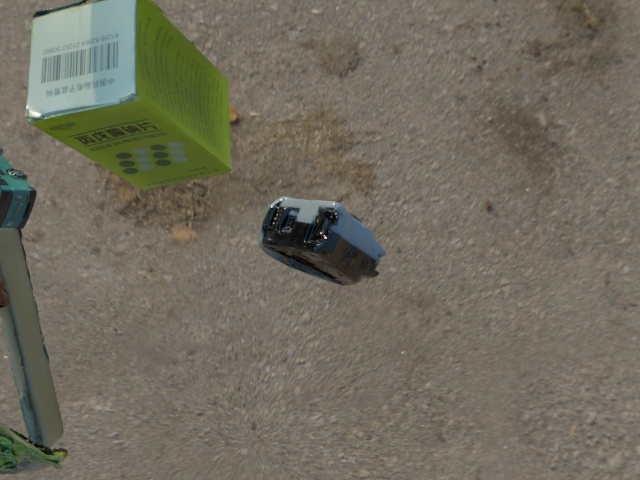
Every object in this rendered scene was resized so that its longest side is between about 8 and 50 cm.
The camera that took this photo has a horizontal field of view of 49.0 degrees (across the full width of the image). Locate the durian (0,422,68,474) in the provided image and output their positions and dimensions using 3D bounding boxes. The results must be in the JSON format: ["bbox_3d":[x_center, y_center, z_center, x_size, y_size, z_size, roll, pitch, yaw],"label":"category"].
[{"bbox_3d":[-0.512,0.276,0.981,0.132,0.375,0.106,16,71,44],"label":"durian"}]

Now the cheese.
[{"bbox_3d":[-0.507,0.167,1.201,0.034,0.085,0.400,-9,98,13],"label":"cheese"}]

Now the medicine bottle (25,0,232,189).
[{"bbox_3d":[-0.217,-0.167,0.842,0.137,0.250,0.141,-7,75,16],"label":"medicine bottle"}]

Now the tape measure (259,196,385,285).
[{"bbox_3d":[-0.003,-0.001,1.075,0.181,0.182,0.107,14,77,38],"label":"tape measure"}]

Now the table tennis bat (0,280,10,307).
[{"bbox_3d":[-0.692,0.160,1.091,0.415,0.268,0.051,-24,53,-3],"label":"table tennis bat"}]

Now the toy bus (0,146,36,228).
[{"bbox_3d":[-0.516,-0.088,1.074,0.160,0.092,0.079,40,113,25],"label":"toy bus"}]
